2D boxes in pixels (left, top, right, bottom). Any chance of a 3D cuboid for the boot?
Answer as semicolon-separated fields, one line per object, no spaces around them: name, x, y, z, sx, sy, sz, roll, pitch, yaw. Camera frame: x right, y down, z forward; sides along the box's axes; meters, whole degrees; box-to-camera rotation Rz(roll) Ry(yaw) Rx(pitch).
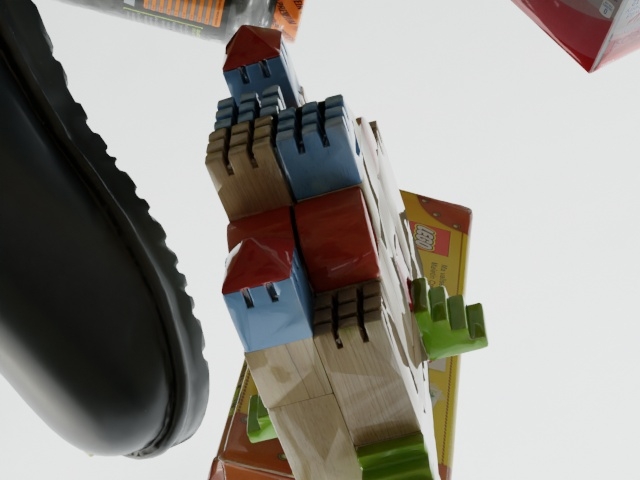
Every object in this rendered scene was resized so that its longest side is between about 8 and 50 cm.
boot;-0.170;0.001;0.550;0.094;0.246;0.207;-22;-175;45

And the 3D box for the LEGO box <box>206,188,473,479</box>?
LEGO box;0.002;0.218;1.501;0.193;0.372;0.500;14;-149;0

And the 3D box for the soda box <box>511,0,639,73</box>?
soda box;0.158;-0.250;1.191;0.092;0.083;0.263;-26;-118;-31

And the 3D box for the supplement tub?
supplement tub;-0.174;-0.357;1.887;0.338;0.207;0.207;15;-132;-2

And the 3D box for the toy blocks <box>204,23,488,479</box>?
toy blocks;0.000;0.000;1.145;0.190;0.261;0.381;-15;-150;10

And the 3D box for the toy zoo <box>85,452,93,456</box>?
toy zoo;-0.268;0.069;1.353;0.030;0.192;0.293;-35;-137;-23
